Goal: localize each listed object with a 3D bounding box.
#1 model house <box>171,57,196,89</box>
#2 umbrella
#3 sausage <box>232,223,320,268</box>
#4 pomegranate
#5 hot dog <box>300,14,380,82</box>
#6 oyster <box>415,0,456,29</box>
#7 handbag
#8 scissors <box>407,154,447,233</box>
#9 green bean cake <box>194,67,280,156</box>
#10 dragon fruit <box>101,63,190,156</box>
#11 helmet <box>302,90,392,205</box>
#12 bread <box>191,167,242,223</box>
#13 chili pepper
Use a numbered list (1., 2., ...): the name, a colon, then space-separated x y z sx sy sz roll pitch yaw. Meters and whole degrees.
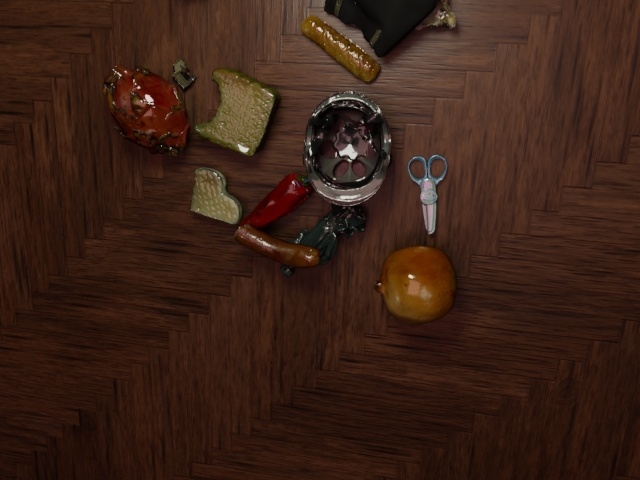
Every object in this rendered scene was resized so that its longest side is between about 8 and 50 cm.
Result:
1. model house: -0.463 -0.550 1.892 0.058 0.057 0.083 -21 122 42
2. umbrella: 0.000 -0.002 1.924 0.349 0.094 0.143 -45 64 16
3. sausage: -0.141 0.025 1.881 0.302 0.076 0.102 20 152 10
4. pomegranate: 0.303 0.143 1.824 0.265 0.264 0.264 3 106 11
5. hot dog: 0.058 -0.593 1.766 0.286 0.061 0.087 34 121 2
6. oyster: 0.320 -0.678 1.675 0.163 0.081 0.191 -42 71 28
7. handbag: 0.166 -0.717 1.646 0.342 0.152 0.288 47 127 12
8. scissors: 0.351 -0.147 1.844 0.125 0.030 0.255 -3 102 12
9. green bean cake: -0.267 -0.416 1.847 0.233 0.124 0.236 24 109 3
10. dragon fruit: -0.560 -0.423 1.857 0.315 0.250 0.250 29 110 -12
11. helmet: 0.084 -0.291 1.770 0.271 0.197 0.338 -2 105 6
12. bread: -0.372 -0.138 1.979 0.173 0.064 0.232 -33 95 18
13. chili pepper: -0.137 -0.129 1.913 0.388 0.110 0.110 -37 96 22
